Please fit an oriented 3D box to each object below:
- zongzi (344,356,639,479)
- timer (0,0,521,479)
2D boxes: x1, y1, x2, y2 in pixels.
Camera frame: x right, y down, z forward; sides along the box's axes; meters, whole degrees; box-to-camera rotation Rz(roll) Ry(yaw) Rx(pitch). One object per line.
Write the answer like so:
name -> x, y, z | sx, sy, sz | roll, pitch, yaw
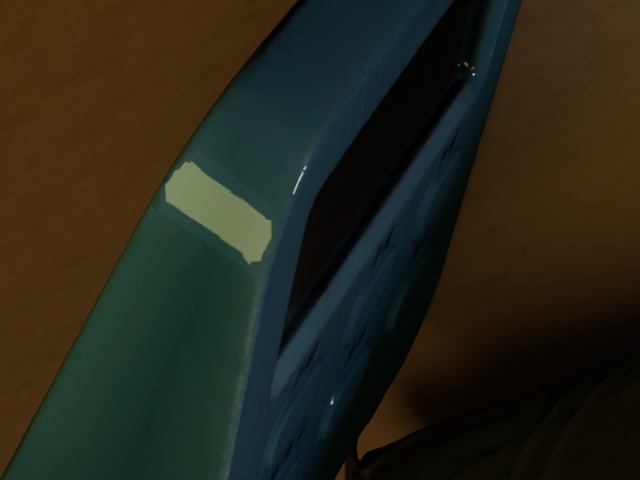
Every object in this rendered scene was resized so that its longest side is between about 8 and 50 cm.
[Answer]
zongzi -> 0.138, 0.201, 0.538 | 0.181, 0.447, 0.418 | 29, 135, -27
timer -> 0.000, 0.000, 0.590 | 0.091, 0.232, 0.250 | 32, 136, 4
